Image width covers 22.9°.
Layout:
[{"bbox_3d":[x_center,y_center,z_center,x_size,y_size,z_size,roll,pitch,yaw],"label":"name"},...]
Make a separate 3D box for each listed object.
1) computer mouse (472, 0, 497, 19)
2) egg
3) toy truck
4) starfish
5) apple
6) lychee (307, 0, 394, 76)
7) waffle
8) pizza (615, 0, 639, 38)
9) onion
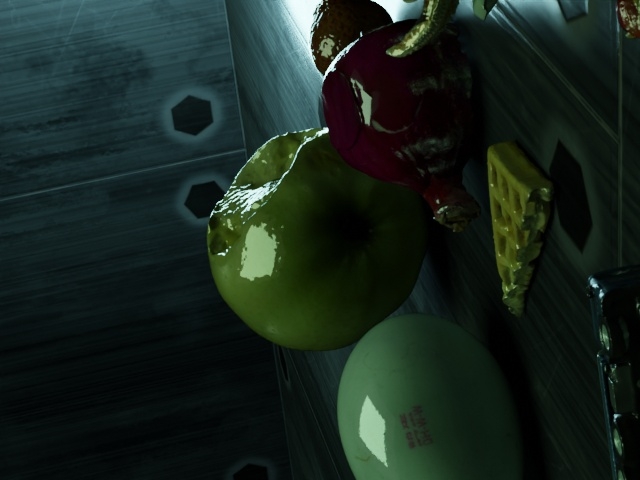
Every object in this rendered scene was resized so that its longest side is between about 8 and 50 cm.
[{"bbox_3d":[0.142,-0.223,1.304,0.110,0.032,0.056,-88,1,-47],"label":"computer mouse"},{"bbox_3d":[0.116,0.203,1.609,0.183,0.183,0.264,166,85,-81],"label":"egg"},{"bbox_3d":[0.237,0.116,1.118,0.088,0.074,0.202,-101,0,-76],"label":"toy truck"},{"bbox_3d":[0.099,-0.269,1.350,0.238,0.071,0.216,-72,-15,-57],"label":"starfish"},{"bbox_3d":[0.000,0.000,1.840,0.279,0.279,0.279,168,90,-81],"label":"apple"},{"bbox_3d":[0.039,-0.218,1.766,0.114,0.101,0.140,96,162,-54],"label":"lychee"},{"bbox_3d":[0.187,0.016,1.416,0.125,0.032,0.191,-124,21,-61],"label":"waffle"},{"bbox_3d":[0.213,-0.156,0.999,0.099,0.029,0.100,-117,17,-55],"label":"pizza"},{"bbox_3d":[0.088,-0.107,1.566,0.195,0.140,0.218,153,101,-74],"label":"onion"}]
